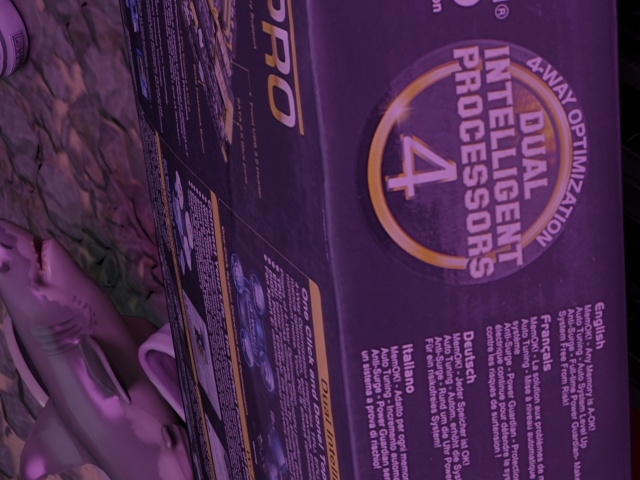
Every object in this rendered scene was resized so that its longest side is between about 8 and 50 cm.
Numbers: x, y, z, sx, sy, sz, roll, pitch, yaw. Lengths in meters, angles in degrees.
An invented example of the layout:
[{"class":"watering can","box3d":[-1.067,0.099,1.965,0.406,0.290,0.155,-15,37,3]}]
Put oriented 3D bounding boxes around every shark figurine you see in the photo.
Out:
[{"class":"shark figurine","box3d":[-0.131,0.131,0.811,0.278,0.116,0.166,61,-170,30]}]

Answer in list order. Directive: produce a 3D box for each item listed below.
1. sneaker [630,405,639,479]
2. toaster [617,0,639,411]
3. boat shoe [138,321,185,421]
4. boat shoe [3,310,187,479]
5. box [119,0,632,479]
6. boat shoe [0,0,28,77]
[{"class":"sneaker","box3d":[0.125,0.135,0.593,0.107,0.118,0.279,-14,103,53]},{"class":"toaster","box3d":[0.142,-0.030,0.469,0.185,0.110,0.168,36,139,29]},{"class":"boat shoe","box3d":[-0.009,0.145,0.788,0.258,0.084,0.095,48,142,16]},{"class":"boat shoe","box3d":[-0.132,0.109,0.937,0.233,0.084,0.079,46,106,30]},{"class":"box","box3d":[0.000,0.000,0.513,0.318,0.097,0.395,-133,35,-68]},{"class":"boat shoe","box3d":[-0.290,-0.168,0.917,0.228,0.076,0.080,40,139,25]}]
